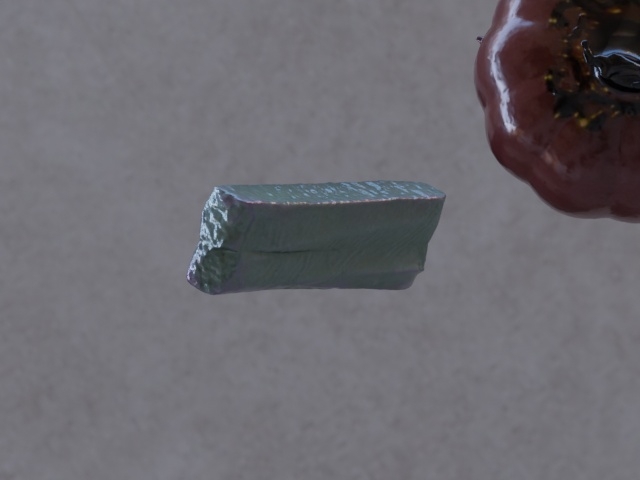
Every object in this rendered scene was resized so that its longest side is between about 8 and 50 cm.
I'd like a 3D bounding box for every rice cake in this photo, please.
[{"bbox_3d":[0.000,-0.001,1.278,0.222,0.042,0.080,-2,-59,-49],"label":"rice cake"}]

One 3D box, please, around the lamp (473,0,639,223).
[{"bbox_3d":[0.184,-0.101,1.144,0.182,0.182,0.140,-32,-14,-6],"label":"lamp"}]
